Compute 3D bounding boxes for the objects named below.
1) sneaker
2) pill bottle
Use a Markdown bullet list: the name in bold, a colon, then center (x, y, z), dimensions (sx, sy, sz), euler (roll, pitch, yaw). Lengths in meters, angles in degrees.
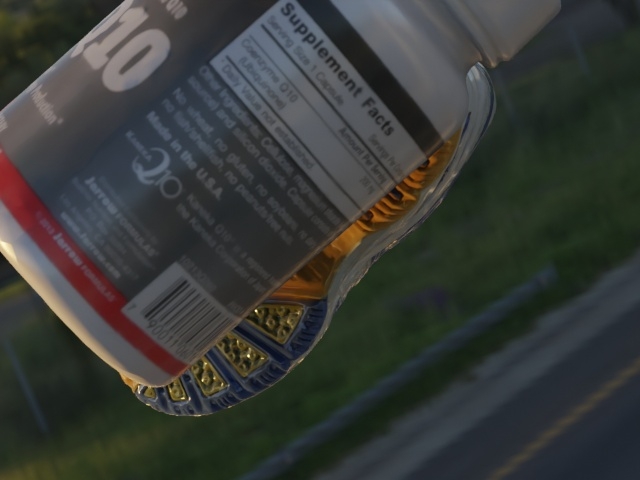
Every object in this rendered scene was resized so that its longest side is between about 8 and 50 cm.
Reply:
- **sneaker**: center (0.000, 0.000, 1.193), dimensions (0.296, 0.112, 0.131), euler (-42, -11, 23)
- **pill bottle**: center (-0.030, -0.074, 0.985), dimensions (0.283, 0.161, 0.161), euler (-42, 11, 2)
